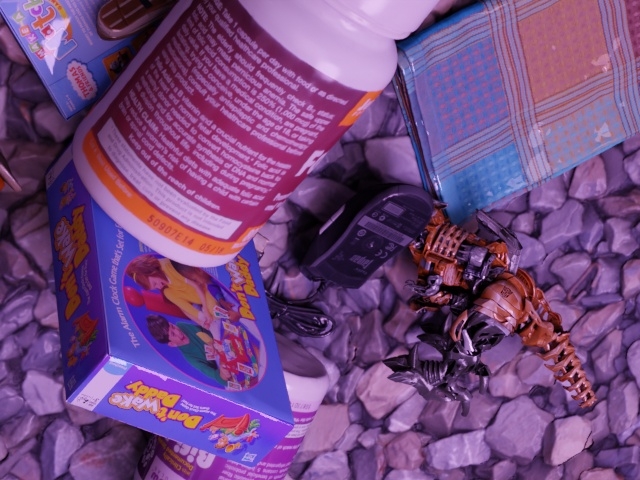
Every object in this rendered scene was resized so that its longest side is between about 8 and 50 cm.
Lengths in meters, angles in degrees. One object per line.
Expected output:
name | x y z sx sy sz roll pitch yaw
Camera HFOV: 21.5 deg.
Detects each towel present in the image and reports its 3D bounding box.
towel | 0.274 -0.197 2.082 0.370 0.040 0.271 -27 122 -12

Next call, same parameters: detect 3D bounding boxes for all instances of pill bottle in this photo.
pill bottle | -0.123 0.258 2.024 0.169 0.169 0.302 19 103 -31
pill bottle | -0.063 -0.178 1.753 0.224 0.224 0.392 26 119 -32

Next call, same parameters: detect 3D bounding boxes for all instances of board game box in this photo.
board game box | -0.167 0.058 1.805 0.233 0.347 0.078 25 122 -31
board game box | -0.227 -0.252 1.819 0.211 0.039 0.160 -34 123 -10

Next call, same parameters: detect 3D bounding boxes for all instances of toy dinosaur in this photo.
toy dinosaur | 0.193 0.090 2.050 0.164 0.322 0.218 -1 135 -48

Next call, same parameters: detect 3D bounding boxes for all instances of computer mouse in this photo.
computer mouse | 0.000 0.000 2.014 0.184 0.060 0.262 20 124 -34

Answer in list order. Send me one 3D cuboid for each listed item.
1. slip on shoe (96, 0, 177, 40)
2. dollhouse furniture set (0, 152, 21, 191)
slip on shoe | -0.180 -0.252 1.796 0.135 0.041 0.051 -36 82 -23
dollhouse furniture set | -0.475 -0.058 1.733 0.262 0.135 0.259 -38 123 -5
